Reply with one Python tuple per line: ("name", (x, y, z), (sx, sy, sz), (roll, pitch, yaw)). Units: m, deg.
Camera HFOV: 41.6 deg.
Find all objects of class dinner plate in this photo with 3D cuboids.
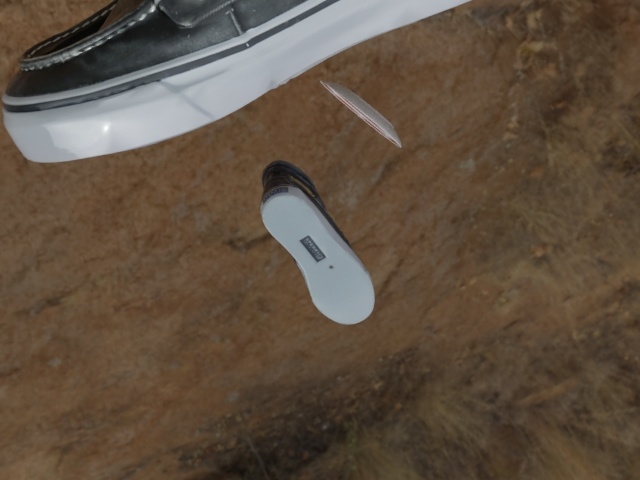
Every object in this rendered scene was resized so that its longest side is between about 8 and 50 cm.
("dinner plate", (0.058, -0.174, 1.129), (0.017, 0.141, 0.141), (-51, 144, 4))

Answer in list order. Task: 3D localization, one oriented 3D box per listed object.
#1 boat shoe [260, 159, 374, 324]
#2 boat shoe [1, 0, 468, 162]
("boat shoe", (0.000, 0.000, 0.863), (0.065, 0.083, 0.183), (-26, 122, 12))
("boat shoe", (-0.036, -0.152, 0.443), (0.335, 0.121, 0.119), (-23, 121, 10))
